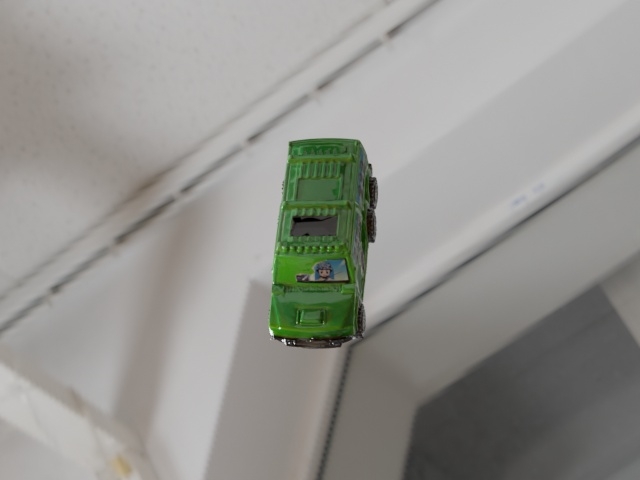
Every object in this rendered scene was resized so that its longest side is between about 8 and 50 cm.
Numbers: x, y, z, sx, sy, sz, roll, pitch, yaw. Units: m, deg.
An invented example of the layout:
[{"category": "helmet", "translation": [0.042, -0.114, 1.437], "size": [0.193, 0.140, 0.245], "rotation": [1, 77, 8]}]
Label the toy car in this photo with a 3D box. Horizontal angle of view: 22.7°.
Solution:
[{"category": "toy car", "translation": [0.000, 0.000, 1.123], "size": [0.071, 0.165, 0.062], "rotation": [-1, -38, 10]}]
